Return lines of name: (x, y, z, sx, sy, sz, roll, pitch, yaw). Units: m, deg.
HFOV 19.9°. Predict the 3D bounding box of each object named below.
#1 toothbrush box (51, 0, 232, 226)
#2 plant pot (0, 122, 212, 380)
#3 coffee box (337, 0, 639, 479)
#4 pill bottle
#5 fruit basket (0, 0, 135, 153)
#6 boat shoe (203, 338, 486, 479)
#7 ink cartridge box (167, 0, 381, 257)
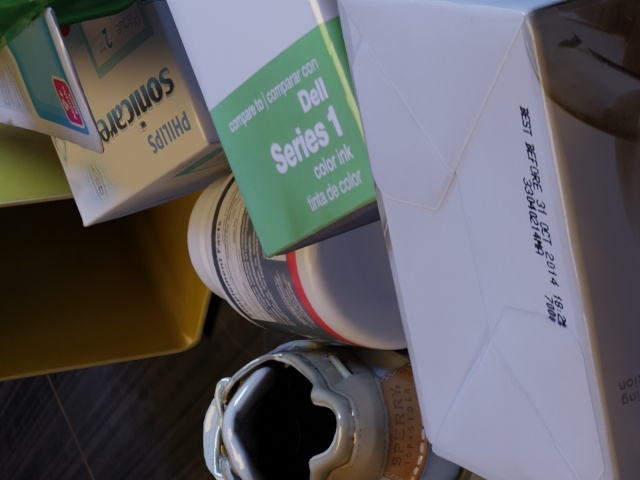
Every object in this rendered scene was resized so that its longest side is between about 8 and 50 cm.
toothbrush box: (-0.103, -0.180, 1.042, 0.216, 0.126, 0.295, -23, 89, 63)
plant pot: (-0.194, -0.042, 1.254, 0.212, 0.212, 0.187, 108, 149, -52)
coffee box: (0.144, -0.033, 0.520, 0.098, 0.247, 0.141, 18, 123, 60)
pill bottle: (0.000, 0.000, 0.989, 0.180, 0.108, 0.108, 4, 112, 63)
fruit basket: (-0.215, -0.213, 0.913, 0.353, 0.165, 0.327, 15, 120, 58)
boat shoe: (-0.012, 0.105, 1.064, 0.302, 0.103, 0.113, -21, 70, 61)
ink cartridge box: (0.034, -0.160, 0.696, 0.117, 0.201, 0.278, -28, 82, 64)
